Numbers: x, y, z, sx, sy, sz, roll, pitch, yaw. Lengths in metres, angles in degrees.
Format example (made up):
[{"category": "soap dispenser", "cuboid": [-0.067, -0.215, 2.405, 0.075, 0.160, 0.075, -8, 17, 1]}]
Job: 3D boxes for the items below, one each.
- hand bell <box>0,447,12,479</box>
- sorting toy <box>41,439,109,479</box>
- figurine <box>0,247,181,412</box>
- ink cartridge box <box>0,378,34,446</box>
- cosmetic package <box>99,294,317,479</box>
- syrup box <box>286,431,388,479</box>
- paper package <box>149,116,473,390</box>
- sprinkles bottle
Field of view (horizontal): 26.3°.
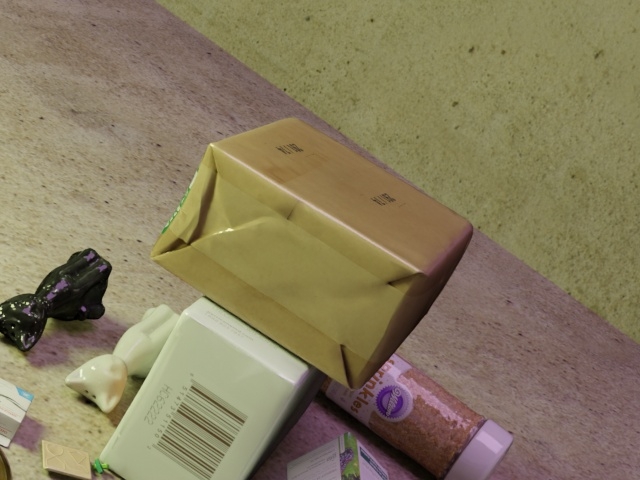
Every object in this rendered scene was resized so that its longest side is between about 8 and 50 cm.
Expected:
[{"category": "hand bell", "cuboid": [-0.380, 0.207, 1.415, 0.126, 0.126, 0.242, 26, 6, -16]}, {"category": "sorting toy", "cuboid": [-0.276, 0.255, 1.549, 0.083, 0.012, 0.062, 20, 17, -22]}, {"category": "figurine", "cuboid": [-0.298, 0.123, 1.761, 0.215, 0.092, 0.209, 36, 27, 9]}, {"category": "ink cartridge box", "cuboid": [-0.359, 0.194, 1.547, 0.048, 0.028, 0.083, 28, 19, -9]}, {"category": "cosmetic package", "cuboid": [-0.085, 0.160, 1.754, 0.161, 0.230, 0.453, 33, 18, 6]}, {"category": "syrup box", "cuboid": [0.026, 0.344, 1.552, 0.093, 0.096, 0.237, 49, 21, -32]}, {"category": "paper package", "cuboid": [0.000, 0.000, 1.678, 0.309, 0.168, 0.325, 31, 19, 8]}, {"category": "sprinkles bottle", "cuboid": [0.111, 0.238, 2.038, 0.355, 0.121, 0.121, 35, 19, 13]}]
